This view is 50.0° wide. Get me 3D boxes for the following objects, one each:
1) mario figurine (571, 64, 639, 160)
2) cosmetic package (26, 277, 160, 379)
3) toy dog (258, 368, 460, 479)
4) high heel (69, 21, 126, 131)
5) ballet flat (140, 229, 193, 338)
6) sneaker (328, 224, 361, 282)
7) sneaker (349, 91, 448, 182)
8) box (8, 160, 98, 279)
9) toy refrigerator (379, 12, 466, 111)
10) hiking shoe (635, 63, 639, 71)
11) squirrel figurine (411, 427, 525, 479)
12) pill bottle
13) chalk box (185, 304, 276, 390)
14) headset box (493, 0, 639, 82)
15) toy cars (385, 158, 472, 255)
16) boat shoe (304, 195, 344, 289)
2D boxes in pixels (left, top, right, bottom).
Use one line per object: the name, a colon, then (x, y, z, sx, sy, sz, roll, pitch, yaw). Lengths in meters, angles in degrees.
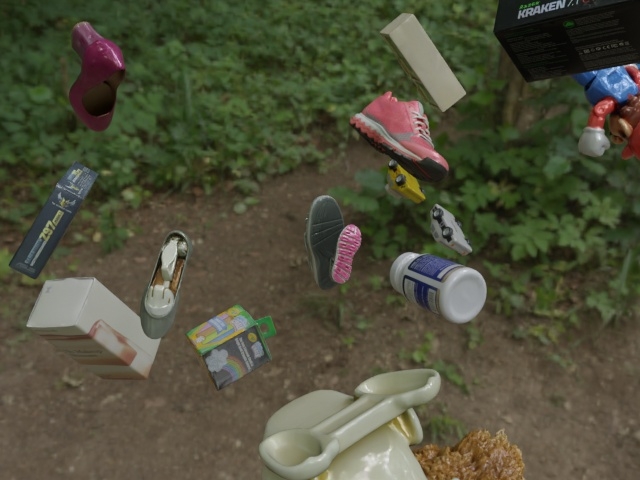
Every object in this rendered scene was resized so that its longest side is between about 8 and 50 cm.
mario figurine: (0.599, -0.285, 1.439, 0.320, 0.198, 0.170, 56, 20, 14)
cosmetic package: (-0.537, 0.220, 1.659, 0.153, 0.129, 0.296, -5, -36, 24)
toy dog: (0.062, 0.447, 1.048, 0.285, 0.407, 0.395, -24, 3, -39)
high heel: (-0.575, -0.380, 1.815, 0.127, 0.377, 0.181, -34, 69, -24)
ballet flat: (-0.299, 0.079, 1.306, 0.072, 0.213, 0.068, 12, -19, 3)
sneaker: (0.058, 0.039, 1.837, 0.063, 0.170, 0.075, 21, -20, -16)
sneaker: (0.185, -0.240, 1.482, 0.116, 0.136, 0.314, 37, 5, -43)
box: (-0.514, -0.047, 1.339, 0.059, 0.183, 0.232, 31, 9, -19)
toy refrigerator: (0.280, -0.490, 1.904, 0.269, 0.094, 0.102, 49, 5, -23)
hiking shoe: (0.783, -0.387, 1.534, 0.304, 0.113, 0.132, -5, -17, 21)
squirrel figurine: (0.337, 0.608, 1.434, 0.371, 0.396, 0.281, -3, 5, 30)
pill bottle: (0.316, 0.121, 1.894, 0.153, 0.153, 0.265, -2, 13, -29)
chalk box: (-0.222, 0.268, 1.811, 0.213, 0.132, 0.132, -28, 31, -19)
headset box: (0.399, -0.390, 0.956, 0.247, 0.282, 0.131, -1, -24, 39)
toy cars: (0.311, -0.095, 2.086, 0.393, 0.087, 0.176, 51, 24, 15)
boat shoe: (0.002, 0.000, 2.067, 0.118, 0.320, 0.103, -22, 38, -21)
